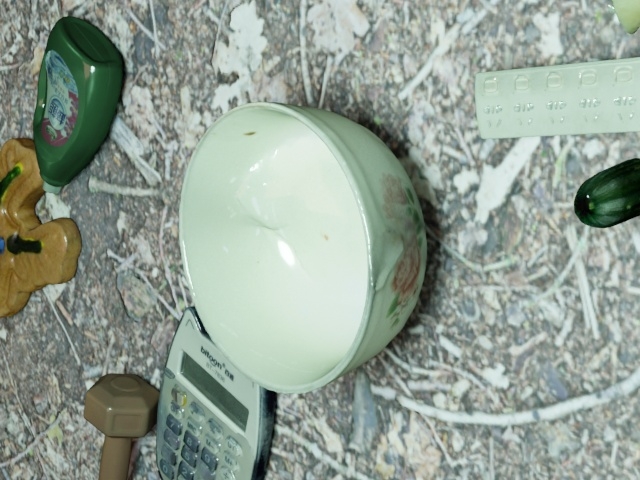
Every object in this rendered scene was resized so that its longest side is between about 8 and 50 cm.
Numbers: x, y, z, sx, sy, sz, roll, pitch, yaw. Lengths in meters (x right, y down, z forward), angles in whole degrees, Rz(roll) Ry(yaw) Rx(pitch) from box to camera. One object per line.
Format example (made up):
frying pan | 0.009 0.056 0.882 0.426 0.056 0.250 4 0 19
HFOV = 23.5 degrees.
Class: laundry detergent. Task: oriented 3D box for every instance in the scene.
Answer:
laundry detergent | -0.300 -0.151 1.833 0.137 0.063 0.211 48 132 32

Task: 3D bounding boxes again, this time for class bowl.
bowl | 0.000 0.000 1.472 0.277 0.145 0.277 11 105 44

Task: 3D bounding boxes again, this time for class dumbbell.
dumbbell | -0.247 0.271 1.845 0.082 0.092 0.231 -121 39 -61

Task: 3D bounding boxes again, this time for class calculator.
calculator | -0.123 0.215 1.730 0.177 0.040 0.268 39 125 36

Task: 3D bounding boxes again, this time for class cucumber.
cucumber | 0.235 -0.034 1.243 0.048 0.105 0.048 12 111 35

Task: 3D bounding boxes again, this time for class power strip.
power strip | 0.220 -0.119 1.292 0.252 0.027 0.060 0 98 48

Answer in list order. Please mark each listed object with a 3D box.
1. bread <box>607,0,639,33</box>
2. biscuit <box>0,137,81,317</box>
bread | 0.213 -0.321 1.130 0.333 0.160 0.333 17 126 25
biscuit | -0.425 -0.002 2.010 0.334 0.047 0.202 -25 80 48
